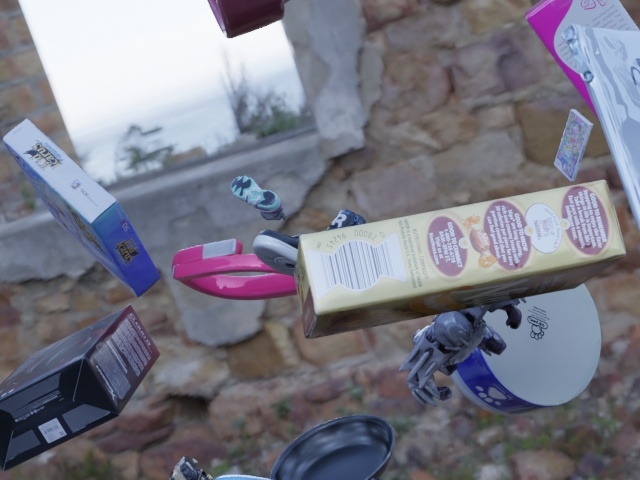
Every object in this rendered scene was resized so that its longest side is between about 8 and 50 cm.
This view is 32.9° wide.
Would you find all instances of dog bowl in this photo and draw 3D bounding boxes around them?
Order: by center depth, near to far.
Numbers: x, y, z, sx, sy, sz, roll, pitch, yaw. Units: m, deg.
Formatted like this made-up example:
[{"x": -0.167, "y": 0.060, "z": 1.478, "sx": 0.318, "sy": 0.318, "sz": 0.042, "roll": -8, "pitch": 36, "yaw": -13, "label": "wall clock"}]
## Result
[{"x": 0.326, "y": 0.149, "z": 1.775, "sx": 0.265, "sy": 0.265, "sz": 0.104, "roll": -25, "pitch": -2, "yaw": -31, "label": "dog bowl"}]

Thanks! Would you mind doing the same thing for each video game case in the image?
[{"x": -0.400, "y": -0.049, "z": 1.831, "sx": 0.061, "sy": 0.244, "sz": 0.269, "roll": -44, "pitch": -26, "yaw": -16, "label": "video game case"}, {"x": 0.502, "y": -0.190, "z": 2.153, "sx": 0.011, "sy": 0.122, "sz": 0.087, "roll": 5, "pitch": 25, "yaw": -16, "label": "video game case"}]

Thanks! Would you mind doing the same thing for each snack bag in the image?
[{"x": 0.432, "y": -0.088, "z": 1.194, "sx": 0.342, "sy": 0.323, "sz": 0.037, "roll": -5, "pitch": -19, "yaw": -33, "label": "snack bag"}]

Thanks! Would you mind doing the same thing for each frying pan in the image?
[{"x": 0.068, "y": 0.324, "z": 1.549, "sx": 0.326, "sy": 0.053, "sz": 0.197, "roll": -2, "pitch": 30, "yaw": 42, "label": "frying pan"}]

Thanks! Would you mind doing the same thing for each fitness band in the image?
[{"x": -0.130, "y": 0.058, "z": 1.884, "sx": 0.291, "sy": 0.054, "sz": 0.209, "roll": -9, "pitch": -22, "yaw": 42, "label": "fitness band"}]

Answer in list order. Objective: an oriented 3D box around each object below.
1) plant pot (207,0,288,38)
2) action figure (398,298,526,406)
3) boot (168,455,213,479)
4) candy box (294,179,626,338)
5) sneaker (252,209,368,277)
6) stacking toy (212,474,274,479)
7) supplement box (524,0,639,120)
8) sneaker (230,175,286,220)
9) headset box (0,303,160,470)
[{"x": -0.033, "y": -0.292, "z": 0.893, "sx": 0.180, "sy": 0.201, "sz": 0.201, "roll": -23, "pitch": 10, "yaw": -3, "label": "plant pot"}, {"x": 0.182, "y": 0.127, "z": 1.397, "sx": 0.185, "sy": 0.099, "sz": 0.285, "roll": -39, "pitch": -10, "yaw": 1, "label": "action figure"}, {"x": -0.142, "y": 0.480, "z": 1.876, "sx": 0.377, "sy": 0.284, "sz": 0.138, "roll": -58, "pitch": -6, "yaw": 38, "label": "boot"}, {"x": 0.135, "y": 0.025, "z": 1.140, "sx": 0.316, "sy": 0.088, "sz": 0.183, "roll": -10, "pitch": -12, "yaw": -5, "label": "candy box"}, {"x": 0.000, "y": 0.000, "z": 1.563, "sx": 0.217, "sy": 0.121, "sz": 0.079, "roll": 29, "pitch": -21, "yaw": -36, "label": "sneaker"}, {"x": -0.072, "y": 0.496, "z": 1.609, "sx": 0.165, "sy": 0.302, "sz": 0.175, "roll": -8, "pitch": 41, "yaw": 46, "label": "stacking toy"}, {"x": 0.386, "y": -0.254, "z": 1.482, "sx": 0.111, "sy": 0.220, "sz": 0.114, "roll": -35, "pitch": 8, "yaw": 16, "label": "supplement box"}, {"x": -0.092, "y": -0.056, "z": 1.646, "sx": 0.098, "sy": 0.069, "sz": 0.038, "roll": 34, "pitch": 76, "yaw": 36, "label": "sneaker"}, {"x": -0.401, "y": 0.226, "z": 1.758, "sx": 0.218, "sy": 0.110, "sz": 0.293, "roll": -27, "pitch": 10, "yaw": 12, "label": "headset box"}]
